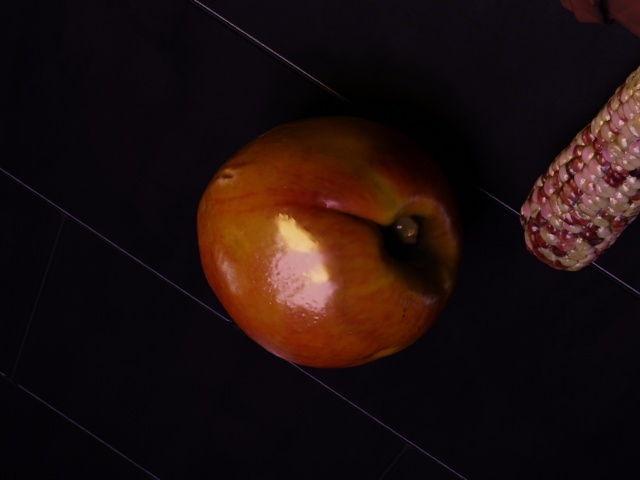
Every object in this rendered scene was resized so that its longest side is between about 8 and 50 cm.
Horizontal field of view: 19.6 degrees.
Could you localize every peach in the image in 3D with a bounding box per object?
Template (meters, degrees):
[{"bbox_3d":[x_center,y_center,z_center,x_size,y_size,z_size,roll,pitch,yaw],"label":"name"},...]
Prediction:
[{"bbox_3d":[0.000,0.000,1.796,0.281,0.238,0.281,18,163,6],"label":"peach"}]

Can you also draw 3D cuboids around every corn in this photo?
[{"bbox_3d":[0.258,-0.064,1.618,0.092,0.092,0.280,35,146,1],"label":"corn"}]

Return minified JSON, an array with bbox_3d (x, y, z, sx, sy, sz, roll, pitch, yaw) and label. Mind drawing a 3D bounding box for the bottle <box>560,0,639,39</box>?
[{"bbox_3d":[0.240,-0.222,1.387,0.271,0.143,0.156,35,147,2],"label":"bottle"}]
